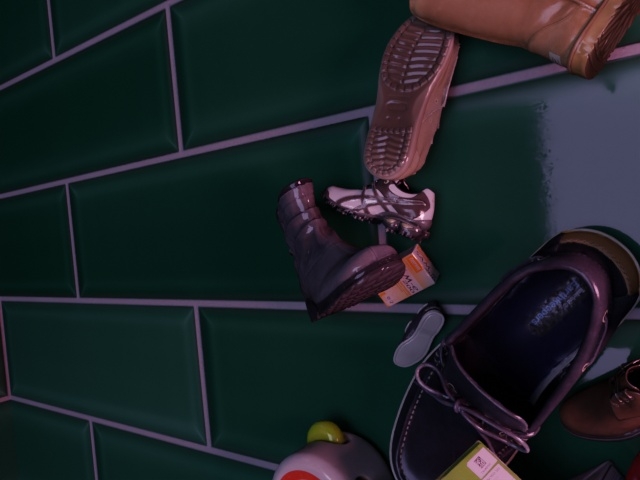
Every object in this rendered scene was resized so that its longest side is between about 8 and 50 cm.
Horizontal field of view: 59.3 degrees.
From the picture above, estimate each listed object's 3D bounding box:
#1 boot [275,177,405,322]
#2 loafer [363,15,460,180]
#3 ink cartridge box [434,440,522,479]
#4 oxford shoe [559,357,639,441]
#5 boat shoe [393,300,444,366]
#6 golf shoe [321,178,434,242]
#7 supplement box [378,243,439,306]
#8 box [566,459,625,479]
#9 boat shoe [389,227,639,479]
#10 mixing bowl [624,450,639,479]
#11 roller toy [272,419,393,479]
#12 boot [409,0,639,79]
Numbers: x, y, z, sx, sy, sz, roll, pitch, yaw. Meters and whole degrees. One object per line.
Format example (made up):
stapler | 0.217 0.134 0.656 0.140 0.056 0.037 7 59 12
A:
boot | 0.000 0.000 0.870 0.222 0.118 0.338 68 159 8
loafer | 0.138 -0.214 0.847 0.102 0.092 0.268 20 90 27
ink cartridge box | 0.236 0.409 0.690 0.255 0.097 0.188 41 136 30
oxford shoe | 0.375 0.180 0.677 0.227 0.096 0.082 -41 27 44
boat shoe | 0.155 0.150 0.899 0.046 0.038 0.125 20 119 -9
golf shoe | 0.096 -0.068 0.909 0.198 0.077 0.093 22 96 27
supplement box | 0.130 0.057 0.896 0.098 0.036 0.062 -34 97 35
box | 0.391 0.457 0.714 0.169 0.087 0.289 -45 68 32
boat shoe | 0.229 0.196 0.774 0.187 0.156 0.500 44 120 24
mixing bowl | 0.432 0.289 0.642 0.182 0.098 0.181 7 116 15
roller toy | 0.019 0.442 0.962 0.209 0.146 0.191 36 115 29
boot | 0.276 -0.351 0.709 0.270 0.089 0.236 39 98 32
